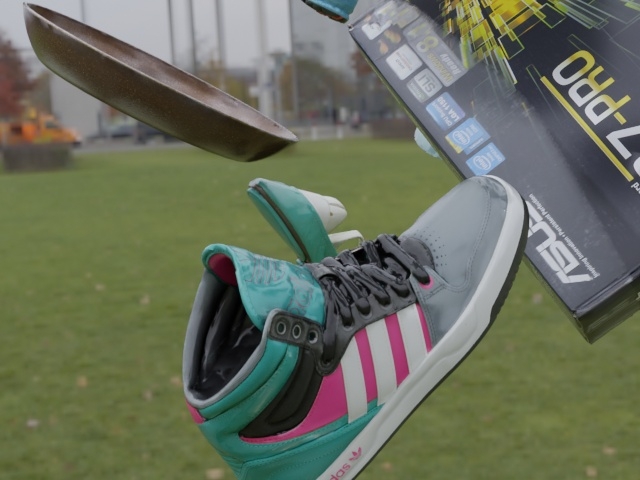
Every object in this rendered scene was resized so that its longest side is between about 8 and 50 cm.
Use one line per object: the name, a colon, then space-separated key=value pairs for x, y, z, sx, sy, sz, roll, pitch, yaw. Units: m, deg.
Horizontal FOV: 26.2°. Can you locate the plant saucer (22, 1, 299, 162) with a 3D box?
plant saucer: x=-0.170 y=-0.154 z=1.412 sx=0.311 sy=0.050 sz=0.310 roll=26 pitch=8 yaw=-4

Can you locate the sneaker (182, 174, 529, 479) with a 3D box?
sneaker: x=0.006 y=0.039 z=0.982 sx=0.178 sy=0.295 sz=0.124 roll=40 pitch=-3 yaw=-34

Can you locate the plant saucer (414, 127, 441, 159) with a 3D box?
plant saucer: x=0.211 y=-0.148 z=1.673 sx=0.195 sy=0.037 sz=0.195 roll=-4 pitch=29 yaw=2

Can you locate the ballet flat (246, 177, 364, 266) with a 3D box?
ballet flat: x=0.000 y=0.000 z=1.558 sx=0.087 sy=0.247 sz=0.083 roll=-38 pitch=39 yaw=-10

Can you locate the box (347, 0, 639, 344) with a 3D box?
box: x=0.261 y=-0.149 z=1.305 sx=0.318 sy=0.395 sz=0.097 roll=-36 pitch=-28 yaw=4

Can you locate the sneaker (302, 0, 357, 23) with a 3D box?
sneaker: x=-0.020 y=-0.406 z=1.877 sx=0.262 sy=0.125 sz=0.104 roll=43 pitch=12 yaw=27
